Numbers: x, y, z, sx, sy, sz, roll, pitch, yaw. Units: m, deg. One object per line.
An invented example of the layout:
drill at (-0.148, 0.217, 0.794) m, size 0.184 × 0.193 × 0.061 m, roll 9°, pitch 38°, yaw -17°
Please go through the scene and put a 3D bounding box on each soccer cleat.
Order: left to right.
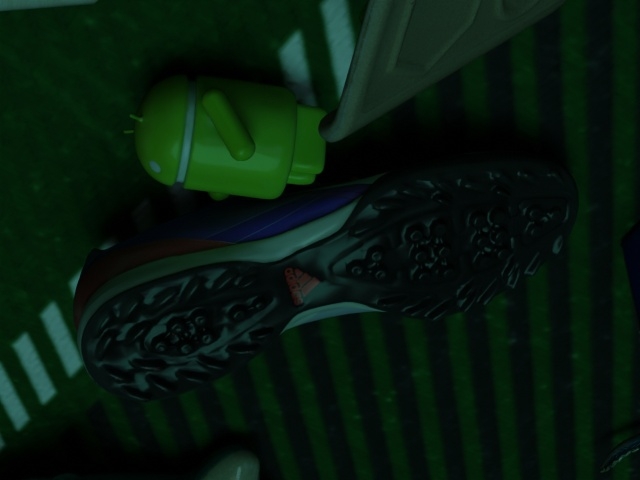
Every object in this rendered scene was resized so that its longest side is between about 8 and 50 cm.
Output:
soccer cleat at (0.000, 0.000, 0.864) m, size 0.318 × 0.116 × 0.108 m, roll -18°, pitch 123°, yaw -5°

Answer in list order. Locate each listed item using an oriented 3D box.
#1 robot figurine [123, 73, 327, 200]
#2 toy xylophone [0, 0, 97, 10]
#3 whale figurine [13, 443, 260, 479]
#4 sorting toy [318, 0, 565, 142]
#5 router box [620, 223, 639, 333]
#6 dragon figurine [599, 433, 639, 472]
robot figurine at (-0.055, -0.061, 0.807) m, size 0.115 × 0.067 × 0.101 m, roll 7°, pitch 168°, yaw -11°
toy xylophone at (-0.126, -0.218, 0.615) m, size 0.236 × 0.081 × 0.322 m, roll -2°, pitch 137°, yaw -27°
whale figurine at (-0.171, 0.235, 1.102) m, size 0.272 × 0.141 × 0.216 m, roll -29°, pitch 136°, yaw -7°
sorting toy at (0.083, -0.156, 0.656) m, size 0.038 × 0.193 × 0.208 m, roll 42°, pitch 140°, yaw 18°
router box at (0.405, -0.024, 0.845) m, size 0.301 × 0.082 × 0.335 m, roll 18°, pitch 134°, yaw -20°
dragon figurine at (0.364, 0.188, 1.027) m, size 0.289 × 0.144 × 0.085 m, roll 1°, pitch 137°, yaw -2°
